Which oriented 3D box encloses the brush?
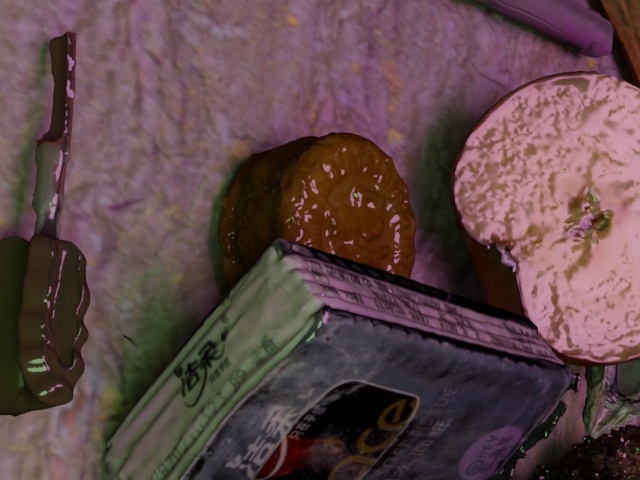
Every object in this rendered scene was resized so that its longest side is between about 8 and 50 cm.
[{"bbox_3d":[-0.208,-0.016,1.311,0.071,0.084,0.301,20,68,-45],"label":"brush"}]

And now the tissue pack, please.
[{"bbox_3d":[0.023,0.150,1.451,0.361,0.122,0.259,19,116,-48],"label":"tissue pack"}]

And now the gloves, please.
[{"bbox_3d":[0.288,0.284,1.758,0.312,0.210,0.135,-11,110,-30],"label":"gloves"}]

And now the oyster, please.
[{"bbox_3d":[0.335,0.085,1.872,0.199,0.087,0.252,3,59,-42],"label":"oyster"}]

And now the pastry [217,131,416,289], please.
[{"bbox_3d":[0.000,0.000,1.517,0.188,0.103,0.189,2,87,-48],"label":"pastry"}]

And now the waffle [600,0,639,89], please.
[{"bbox_3d":[0.420,-0.359,2.031,0.348,0.077,0.304,-52,123,-36],"label":"waffle"}]

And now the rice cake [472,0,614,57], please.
[{"bbox_3d":[0.230,-0.250,1.831,0.270,0.049,0.055,17,89,-48],"label":"rice cake"}]

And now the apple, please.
[{"bbox_3d":[0.249,-0.012,1.747,0.251,0.163,0.293,-23,88,-14],"label":"apple"}]
